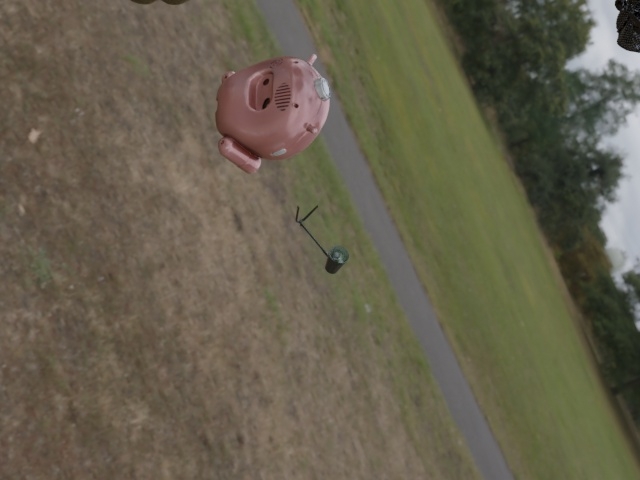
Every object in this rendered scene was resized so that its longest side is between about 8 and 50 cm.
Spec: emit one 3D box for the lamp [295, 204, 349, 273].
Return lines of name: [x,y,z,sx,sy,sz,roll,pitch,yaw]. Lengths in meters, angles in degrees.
lamp: [0.000,0.001,1.326,0.121,0.041,0.054,60,-31,25]

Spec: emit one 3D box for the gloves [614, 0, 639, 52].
gloves: [0.652,-0.475,1.706,0.106,0.129,0.181,37,-31,17]

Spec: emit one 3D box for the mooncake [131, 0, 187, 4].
mooncake: [-0.379,-0.710,1.923,0.378,0.378,0.201,59,46,-28]

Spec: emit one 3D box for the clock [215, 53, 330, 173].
clock: [-0.094,-0.284,1.792,0.142,0.241,0.227,37,46,-50]
